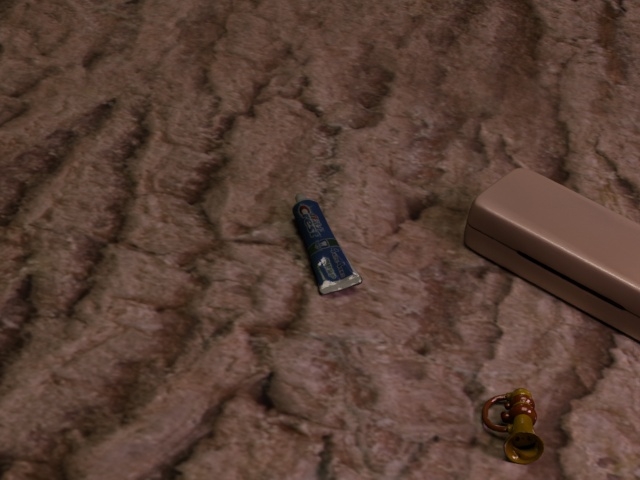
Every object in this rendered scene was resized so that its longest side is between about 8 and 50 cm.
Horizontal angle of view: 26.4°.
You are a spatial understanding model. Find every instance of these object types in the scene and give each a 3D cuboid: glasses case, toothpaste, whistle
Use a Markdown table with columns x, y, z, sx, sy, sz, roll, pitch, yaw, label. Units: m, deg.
| x | y | z | sx | sy | sz | roll | pitch | yaw | label |
| --- | --- | --- | --- | --- | --- | --- | --- | --- | --- |
| 0.362 | 0.023 | 1.809 | 0.336 | 0.076 | 0.144 | 31 | 40 | 26 | glasses case |
| 0.000 | 0.000 | 1.794 | 0.057 | 0.035 | 0.197 | -17 | 43 | -8 | toothpaste |
| 0.222 | 0.210 | 1.569 | 0.046 | 0.057 | 0.109 | 49 | 18 | -22 | whistle |
